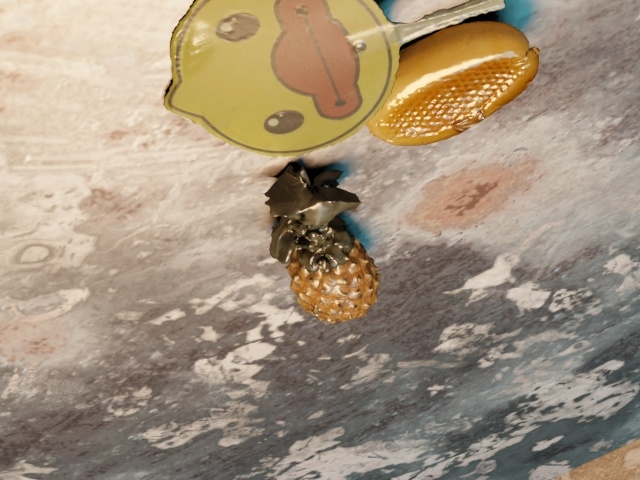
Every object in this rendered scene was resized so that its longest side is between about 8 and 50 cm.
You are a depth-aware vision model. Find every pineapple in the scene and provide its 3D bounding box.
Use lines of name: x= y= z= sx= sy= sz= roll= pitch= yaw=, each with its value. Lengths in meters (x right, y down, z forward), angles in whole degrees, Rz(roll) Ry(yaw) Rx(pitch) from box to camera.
pineapple: x=0.000 y=0.000 z=1.214 sx=0.119 sy=0.111 sz=0.237 roll=-46 pitch=146 yaw=-15

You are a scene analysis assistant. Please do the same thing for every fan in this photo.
fan: x=0.007 y=-0.174 z=0.970 sx=0.335 sy=0.011 sz=0.229 roll=-17 pitch=139 yaw=11

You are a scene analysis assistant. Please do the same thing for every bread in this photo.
bread: x=0.128 y=-0.162 z=1.052 sx=0.189 sy=0.077 sz=0.114 roll=-27 pitch=128 yaw=19
